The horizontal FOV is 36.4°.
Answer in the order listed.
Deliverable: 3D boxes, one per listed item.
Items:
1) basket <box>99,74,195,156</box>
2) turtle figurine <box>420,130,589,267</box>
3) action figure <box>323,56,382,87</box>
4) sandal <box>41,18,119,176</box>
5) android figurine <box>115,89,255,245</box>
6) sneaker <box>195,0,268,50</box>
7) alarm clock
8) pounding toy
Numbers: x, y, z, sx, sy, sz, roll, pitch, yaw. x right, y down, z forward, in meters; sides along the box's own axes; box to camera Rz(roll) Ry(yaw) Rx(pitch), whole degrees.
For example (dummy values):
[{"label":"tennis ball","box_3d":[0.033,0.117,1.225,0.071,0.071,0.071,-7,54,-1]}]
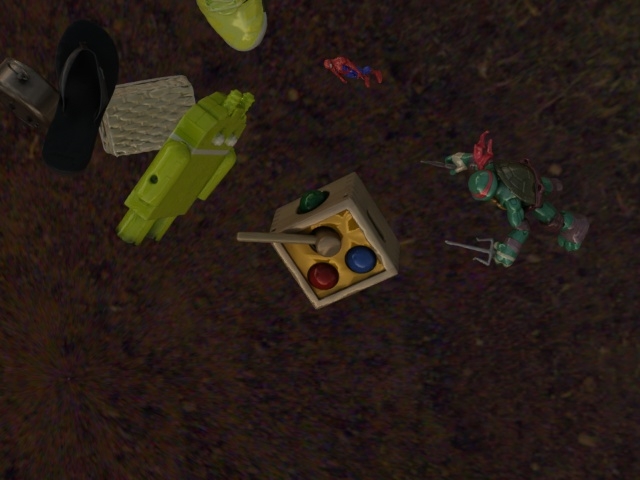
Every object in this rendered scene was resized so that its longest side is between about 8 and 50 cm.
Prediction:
[{"label":"basket","box_3d":[-0.292,-0.213,1.658,0.167,0.103,0.113,-14,107,-17]},{"label":"turtle figurine","box_3d":[0.248,-0.053,1.287,0.234,0.118,0.175,10,58,-37]},{"label":"action figure","box_3d":[0.044,-0.247,1.421,0.115,0.038,0.030,11,75,-48]},{"label":"sandal","box_3d":[-0.359,-0.221,1.470,0.097,0.054,0.254,8,72,-15]},{"label":"android figurine","box_3d":[-0.192,-0.110,1.428,0.056,0.248,0.273,39,99,7]},{"label":"sneaker","box_3d":[-0.212,-0.520,1.828,0.145,0.147,0.384,-10,126,19]},{"label":"alarm clock","box_3d":[-0.463,-0.232,1.527,0.129,0.192,0.064,35,71,4]},{"label":"pounding toy","box_3d":[0.000,0.000,1.110,0.130,0.100,0.141,-25,114,19]}]
